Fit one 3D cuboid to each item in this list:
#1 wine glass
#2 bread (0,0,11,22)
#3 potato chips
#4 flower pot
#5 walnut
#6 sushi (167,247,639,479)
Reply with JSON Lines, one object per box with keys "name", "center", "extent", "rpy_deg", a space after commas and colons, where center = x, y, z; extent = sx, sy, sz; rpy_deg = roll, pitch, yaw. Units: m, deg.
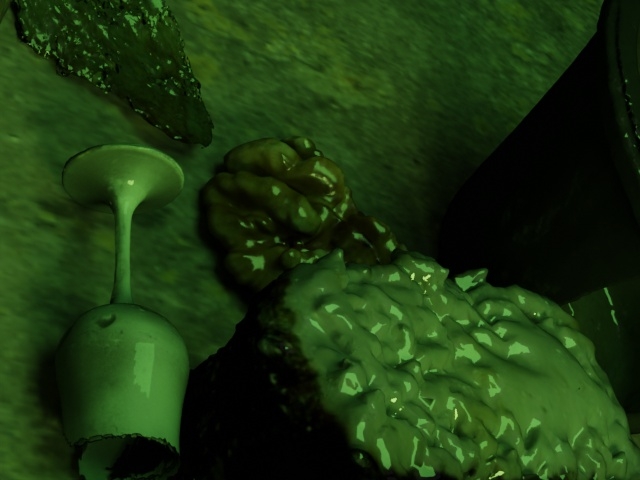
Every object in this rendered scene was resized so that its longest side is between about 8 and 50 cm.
{"name": "wine glass", "center": [-0.116, 0.043, 1.083], "extent": [0.079, 0.079, 0.195], "rpy_deg": [26, 47, -37]}
{"name": "bread", "center": [-0.205, -0.207, 1.061], "extent": [0.102, 0.183, 0.337], "rpy_deg": [12, 51, -3]}
{"name": "potato chips", "center": [-0.145, -0.144, 1.222], "extent": [0.142, 0.026, 0.209], "rpy_deg": [-24, 85, -51]}
{"name": "flower pot", "center": [0.253, -0.001, 1.399], "extent": [0.379, 0.251, 0.379], "rpy_deg": [27, 48, -34]}
{"name": "walnut", "center": [0.000, 0.000, 1.257], "extent": [0.170, 0.069, 0.143], "rpy_deg": [46, 40, -14]}
{"name": "sushi", "center": [0.055, 0.119, 1.158], "extent": [0.343, 0.182, 0.196], "rpy_deg": [8, 55, -47]}
